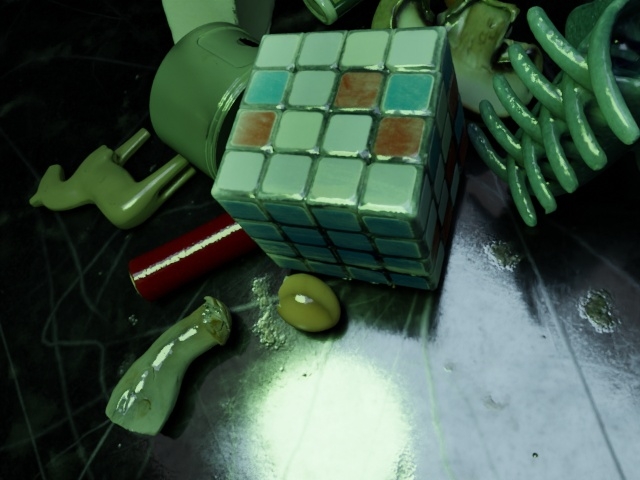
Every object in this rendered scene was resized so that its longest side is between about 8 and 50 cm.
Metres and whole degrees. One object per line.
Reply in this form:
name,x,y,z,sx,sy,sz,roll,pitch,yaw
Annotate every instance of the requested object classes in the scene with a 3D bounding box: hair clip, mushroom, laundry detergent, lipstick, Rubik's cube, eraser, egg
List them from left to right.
mushroom,-0.217,0.179,0.846,0.092,0.081,0.223,27,72,41
lipstick,-0.182,0.013,0.910,0.241,0.080,0.080,-27,63,0
eraser,-0.180,-0.511,1.070,0.150,0.331,0.331,2,67,16
egg,-0.016,0.092,0.834,0.096,0.080,0.080,18,72,24
Rubik's cube,0.045,-0.102,0.773,0.259,0.256,0.253,6,69,21
laundry detergent,0.076,-0.502,1.081,0.225,0.070,0.099,-37,55,-5
mushroom,0.193,-0.275,0.904,0.267,0.164,0.190,6,92,-20
hair clip,0.350,-0.164,0.684,0.238,0.318,0.392,-20,75,-7

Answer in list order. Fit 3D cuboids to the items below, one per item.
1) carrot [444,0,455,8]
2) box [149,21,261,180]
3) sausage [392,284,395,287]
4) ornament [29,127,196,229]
carrot,0.292,-0.521,1.035,0.102,0.102,0.263,11,64,17
box,-0.132,-0.208,0.913,0.149,0.226,0.226,36,79,24
sausage,0.124,-0.054,0.891,0.032,0.033,0.269,3,67,14
ornament,-0.380,-0.105,1.018,0.245,0.061,0.230,-45,63,-12
